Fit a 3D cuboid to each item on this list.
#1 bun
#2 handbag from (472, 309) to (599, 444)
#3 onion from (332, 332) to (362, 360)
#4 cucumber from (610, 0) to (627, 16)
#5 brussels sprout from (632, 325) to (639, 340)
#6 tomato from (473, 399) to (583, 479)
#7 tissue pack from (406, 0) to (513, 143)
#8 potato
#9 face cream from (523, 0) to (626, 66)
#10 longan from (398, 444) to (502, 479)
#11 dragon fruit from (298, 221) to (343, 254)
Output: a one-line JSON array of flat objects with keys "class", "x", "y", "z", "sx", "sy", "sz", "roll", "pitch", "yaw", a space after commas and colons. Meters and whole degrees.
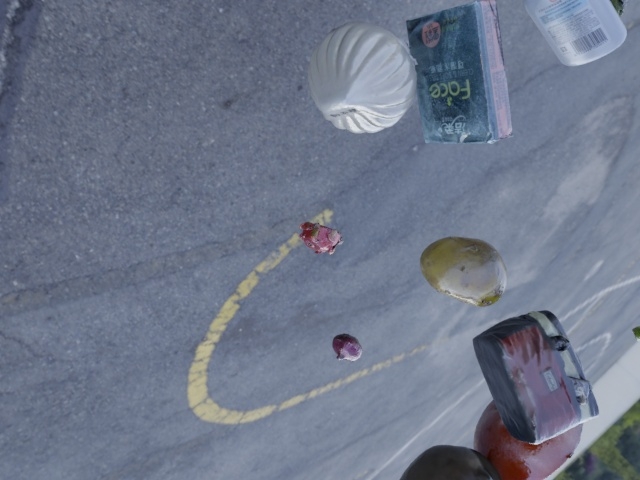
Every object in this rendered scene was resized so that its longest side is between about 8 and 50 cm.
[{"class": "bun", "x": 0.071, "y": -0.339, "z": 1.274, "sx": 0.175, "sy": 0.263, "sz": 0.263, "roll": -52, "pitch": 160, "yaw": -37}, {"class": "handbag", "x": 0.454, "y": 0.278, "z": 1.182, "sx": 0.182, "sy": 0.254, "sz": 0.181, "roll": -20, "pitch": 170, "yaw": -11}, {"class": "onion", "x": 0.086, "y": 0.358, "z": 1.888, "sx": 0.097, "sy": 0.107, "sz": 0.107, "roll": -55, "pitch": 155, "yaw": -20}, {"class": "cucumber", "x": 0.745, "y": -0.647, "z": 1.364, "sx": 0.245, "sy": 0.067, "sz": 0.067, "roll": -58, "pitch": 154, "yaw": -15}, {"class": "brussels sprout", "x": 0.994, "y": 0.291, "z": 1.761, "sx": 0.046, "sy": 0.051, "sz": 0.083, "roll": -34, "pitch": 156, "yaw": 5}, {"class": "tomato", "x": 0.512, "y": 0.485, "z": 1.485, "sx": 0.338, "sy": 0.143, "sz": 0.338, "roll": -41, "pitch": 178, "yaw": -2}, {"class": "tissue pack", "x": 0.335, "y": -0.395, "z": 1.362, "sx": 0.103, "sy": 0.228, "sz": 0.315, "roll": -24, "pitch": 110, "yaw": -29}, {"class": "potato", "x": 0.286, "y": 0.058, "z": 1.115, "sx": 0.176, "sy": 0.137, "sz": 0.137, "roll": 19, "pitch": 120, "yaw": -15}, {"class": "face cream", "x": 0.559, "y": -0.559, "z": 1.310, "sx": 0.337, "sy": 0.163, "sz": 0.080, "roll": 42, "pitch": 56, "yaw": -24}, {"class": "longan", "x": 0.309, "y": 0.629, "z": 1.321, "sx": 0.297, "sy": 0.297, "sz": 0.297, "roll": -31, "pitch": 148, "yaw": -22}, {"class": "dragon fruit", "x": -0.005, "y": -0.002, "z": 1.509, "sx": 0.126, "sy": 0.112, "sz": 0.067, "roll": 44, "pitch": 59, "yaw": -63}]
